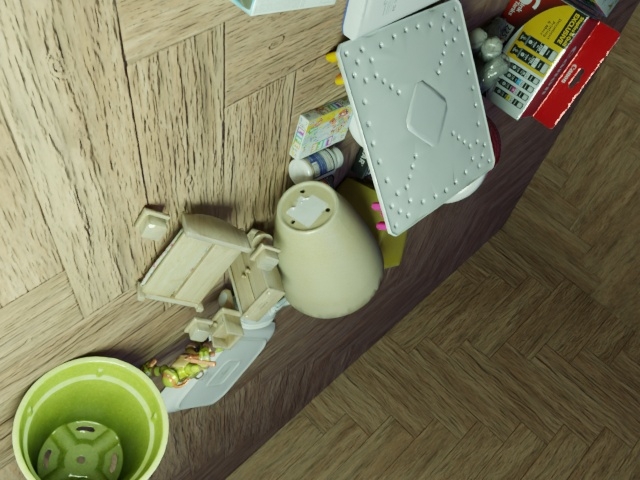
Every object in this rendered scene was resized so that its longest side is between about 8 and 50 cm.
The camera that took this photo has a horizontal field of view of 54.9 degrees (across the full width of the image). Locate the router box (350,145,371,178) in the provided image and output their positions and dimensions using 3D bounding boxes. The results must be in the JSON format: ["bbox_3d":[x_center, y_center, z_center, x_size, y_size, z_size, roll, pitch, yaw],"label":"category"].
[{"bbox_3d":[0.160,-0.252,1.559,0.133,0.046,0.179,-28,152,-42],"label":"router box"}]

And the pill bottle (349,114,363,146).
[{"bbox_3d":[0.185,-0.304,1.393,0.245,0.130,0.130,-34,156,-33],"label":"pill bottle"}]

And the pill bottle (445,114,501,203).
[{"bbox_3d":[0.371,-0.247,1.692,0.229,0.229,0.407,-58,169,25],"label":"pill bottle"}]

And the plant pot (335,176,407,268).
[{"bbox_3d":[0.121,-0.056,1.641,0.212,0.212,0.187,-6,121,-61],"label":"plant pot"}]

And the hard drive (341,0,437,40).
[{"bbox_3d":[0.177,-0.512,1.127,0.318,0.040,0.210,-35,156,-32],"label":"hard drive"}]

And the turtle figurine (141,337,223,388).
[{"bbox_3d":[-0.292,0.276,1.417,0.269,0.087,0.217,-20,-167,32],"label":"turtle figurine"}]

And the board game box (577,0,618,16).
[{"bbox_3d":[0.596,-0.650,1.461,0.303,0.224,0.098,-14,140,-56],"label":"board game box"}]

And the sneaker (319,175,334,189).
[{"bbox_3d":[0.012,-0.101,1.520,0.065,0.061,0.158,-43,161,-33],"label":"sneaker"}]

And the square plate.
[{"bbox_3d":[-0.292,0.369,1.772,0.347,0.049,0.344,-50,160,4],"label":"square plate"}]

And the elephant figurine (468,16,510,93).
[{"bbox_3d":[0.411,-0.455,1.572,0.186,0.169,0.239,-25,-173,25],"label":"elephant figurine"}]

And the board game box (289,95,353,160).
[{"bbox_3d":[0.007,-0.239,1.300,0.154,0.026,0.103,-31,155,-38],"label":"board game box"}]

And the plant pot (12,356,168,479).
[{"bbox_3d":[-0.467,0.412,1.238,0.276,0.276,0.254,-31,165,-39],"label":"plant pot"}]

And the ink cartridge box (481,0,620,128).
[{"bbox_3d":[0.590,-0.494,1.665,0.130,0.272,0.310,-22,147,-51],"label":"ink cartridge box"}]

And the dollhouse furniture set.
[{"bbox_3d":[-0.268,0.048,1.248,0.355,0.174,0.303,19,125,-38],"label":"dollhouse furniture set"}]

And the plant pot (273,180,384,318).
[{"bbox_3d":[0.000,0.000,1.346,0.256,0.256,0.274,-43,151,-14],"label":"plant pot"}]

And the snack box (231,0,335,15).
[{"bbox_3d":[-0.006,-0.465,0.810,0.187,0.060,0.322,-28,152,-44],"label":"snack box"}]

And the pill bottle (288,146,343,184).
[{"bbox_3d":[-0.007,-0.165,1.348,0.120,0.067,0.067,-30,153,-40],"label":"pill bottle"}]

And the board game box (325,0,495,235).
[{"bbox_3d":[0.207,-0.265,1.297,0.390,0.050,0.390,-33,114,-35],"label":"board game box"}]

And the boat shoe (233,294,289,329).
[{"bbox_3d":[-0.130,0.131,1.583,0.320,0.118,0.103,-24,143,-56],"label":"boat shoe"}]
